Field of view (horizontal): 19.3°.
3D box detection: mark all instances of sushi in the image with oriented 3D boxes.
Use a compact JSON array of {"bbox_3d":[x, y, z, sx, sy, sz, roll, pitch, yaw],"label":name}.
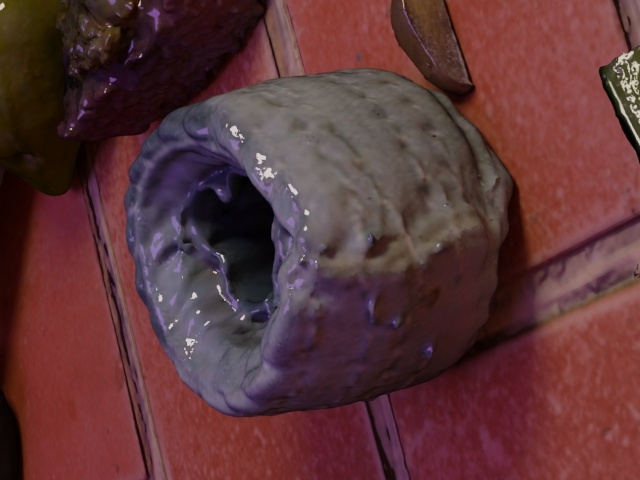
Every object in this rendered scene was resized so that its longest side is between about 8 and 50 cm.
[{"bbox_3d":[-0.139,-0.191,1.398,0.241,0.107,0.161,-45,55,51],"label":"sushi"}]

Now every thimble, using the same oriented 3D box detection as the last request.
[{"bbox_3d":[0.000,0.000,1.161,0.250,0.172,0.205,8,106,59],"label":"thimble"}]

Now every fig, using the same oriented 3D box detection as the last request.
[{"bbox_3d":[-0.258,-0.141,1.530,0.167,0.167,0.234,26,114,52],"label":"fig"}]

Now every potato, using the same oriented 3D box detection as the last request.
[{"bbox_3d":[0.059,-0.128,1.162,0.037,0.036,0.093,-34,67,50],"label":"potato"}]

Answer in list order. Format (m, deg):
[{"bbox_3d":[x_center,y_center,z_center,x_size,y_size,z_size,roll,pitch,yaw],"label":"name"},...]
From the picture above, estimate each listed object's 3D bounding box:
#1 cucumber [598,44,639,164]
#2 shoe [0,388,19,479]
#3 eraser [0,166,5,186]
[{"bbox_3d":[0.215,-0.013,0.931,0.078,0.062,0.211,-31,58,18],"label":"cucumber"},{"bbox_3d":[-0.397,0.279,1.803,0.237,0.171,0.384,28,111,56],"label":"shoe"},{"bbox_3d":[-0.382,-0.102,1.701,0.331,0.150,0.331,-25,60,51],"label":"eraser"}]
